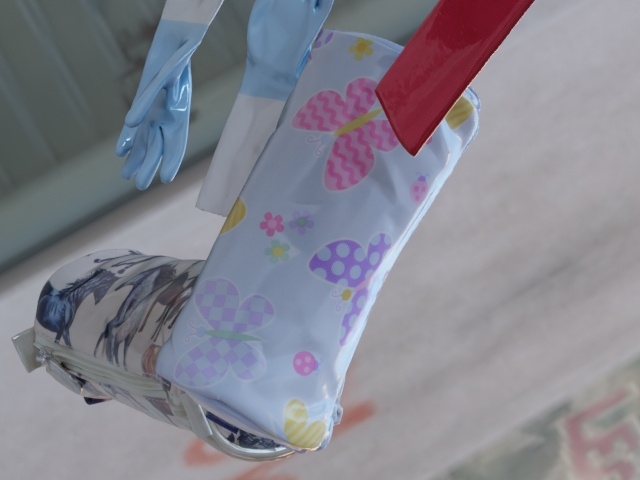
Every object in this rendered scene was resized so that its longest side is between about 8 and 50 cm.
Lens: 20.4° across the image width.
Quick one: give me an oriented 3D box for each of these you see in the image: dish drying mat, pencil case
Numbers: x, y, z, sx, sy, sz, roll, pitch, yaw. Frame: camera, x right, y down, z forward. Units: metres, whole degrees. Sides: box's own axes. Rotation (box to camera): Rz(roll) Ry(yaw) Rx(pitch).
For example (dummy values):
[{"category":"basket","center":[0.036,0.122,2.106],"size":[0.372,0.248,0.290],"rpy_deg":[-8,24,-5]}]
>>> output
[{"category":"dish drying mat","center":[0.045,-0.065,0.544],"size":[0.008,0.083,0.032],"rpy_deg":[11,42,-34]},{"category":"pencil case","center":[-0.137,0.102,1.675],"size":[0.410,0.183,0.160],"rpy_deg":[8,-50,62]},{"category":"pencil case","center":[0.000,0.000,1.149],"size":[0.124,0.273,0.113],"rpy_deg":[25,-6,4]}]

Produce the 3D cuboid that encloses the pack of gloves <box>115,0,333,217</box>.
[{"category":"pack of gloves","center":[-0.081,-0.140,1.338],"size":[0.046,0.232,0.195],"rpy_deg":[20,-4,-43]}]
